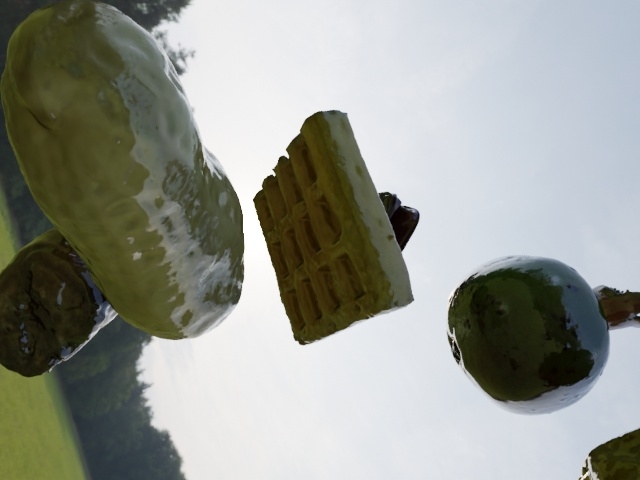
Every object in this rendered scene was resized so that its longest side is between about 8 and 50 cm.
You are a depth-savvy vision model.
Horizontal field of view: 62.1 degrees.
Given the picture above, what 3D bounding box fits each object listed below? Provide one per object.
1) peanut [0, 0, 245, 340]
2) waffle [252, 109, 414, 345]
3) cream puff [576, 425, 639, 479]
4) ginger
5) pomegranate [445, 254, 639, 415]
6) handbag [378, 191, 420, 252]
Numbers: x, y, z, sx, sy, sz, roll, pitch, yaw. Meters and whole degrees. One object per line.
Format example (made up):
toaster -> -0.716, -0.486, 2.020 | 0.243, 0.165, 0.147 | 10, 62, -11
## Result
peanut -> -0.139, -0.036, 0.427 | 0.147, 0.148, 0.318 | 51, -19, 36
waffle -> 0.000, 0.000, 0.632 | 0.248, 0.055, 0.221 | -39, -113, 61
cream puff -> 0.494, 0.323, 0.624 | 0.291, 0.325, 0.257 | -57, -139, 46
ginger -> -0.467, 0.089, 0.972 | 0.200, 0.269, 0.223 | 48, 15, -9
pomegranate -> 0.367, 0.128, 0.890 | 0.290, 0.323, 0.291 | 49, 10, -12
handbag -> 0.056, 0.014, 0.922 | 0.074, 0.203, 0.216 | 36, -13, -24
